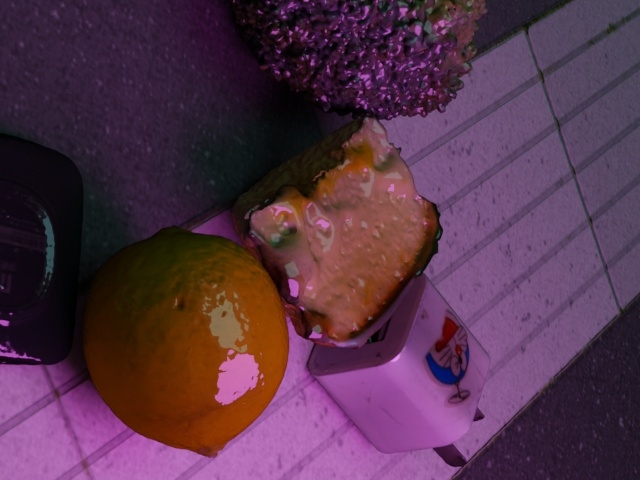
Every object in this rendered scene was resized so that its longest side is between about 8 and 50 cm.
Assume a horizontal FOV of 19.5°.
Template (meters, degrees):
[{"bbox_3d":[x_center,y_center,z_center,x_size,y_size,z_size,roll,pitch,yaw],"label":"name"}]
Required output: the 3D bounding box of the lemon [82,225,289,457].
[{"bbox_3d":[-0.115,0.088,1.600,0.178,0.178,0.203,-8,85,-54],"label":"lemon"}]

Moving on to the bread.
[{"bbox_3d":[-0.008,0.005,1.809,0.174,0.133,0.251,58,42,-16],"label":"bread"}]

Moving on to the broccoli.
[{"bbox_3d":[0.052,-0.236,1.848,0.260,0.288,0.235,-33,73,-17],"label":"broccoli"}]

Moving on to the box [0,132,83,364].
[{"bbox_3d":[-0.272,0.002,1.527,0.212,0.042,0.201,18,68,-50],"label":"box"}]

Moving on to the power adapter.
[{"bbox_3d":[0.101,0.148,1.918,0.205,0.125,0.130,50,43,-32],"label":"power adapter"}]
